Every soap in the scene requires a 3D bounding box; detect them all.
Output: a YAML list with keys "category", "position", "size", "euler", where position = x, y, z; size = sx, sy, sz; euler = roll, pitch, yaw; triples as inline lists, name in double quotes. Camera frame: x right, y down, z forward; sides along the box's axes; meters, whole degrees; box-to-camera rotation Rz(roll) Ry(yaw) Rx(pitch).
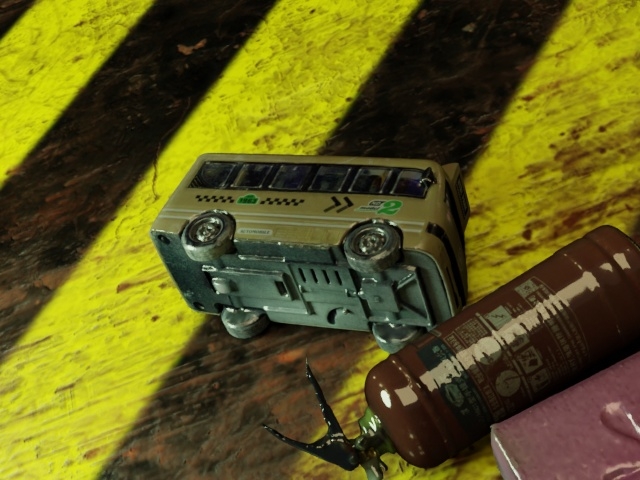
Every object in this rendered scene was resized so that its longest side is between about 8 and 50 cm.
- category: "soap"
  position: [0.286, 0.170, 0.899]
  size: [0.259, 0.081, 0.181]
  euler: [-26, 49, -3]

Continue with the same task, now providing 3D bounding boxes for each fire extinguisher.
- category: "fire extinguisher"
  position: [0.117, 0.099, 0.987]
  size: [0.344, 0.102, 0.138]
  euler: [-30, 86, -7]

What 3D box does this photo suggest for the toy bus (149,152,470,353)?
- category: "toy bus"
  position: [0.000, 0.000, 1.102]
  size: [0.290, 0.139, 0.157]
  euler: [3, 49, 25]
